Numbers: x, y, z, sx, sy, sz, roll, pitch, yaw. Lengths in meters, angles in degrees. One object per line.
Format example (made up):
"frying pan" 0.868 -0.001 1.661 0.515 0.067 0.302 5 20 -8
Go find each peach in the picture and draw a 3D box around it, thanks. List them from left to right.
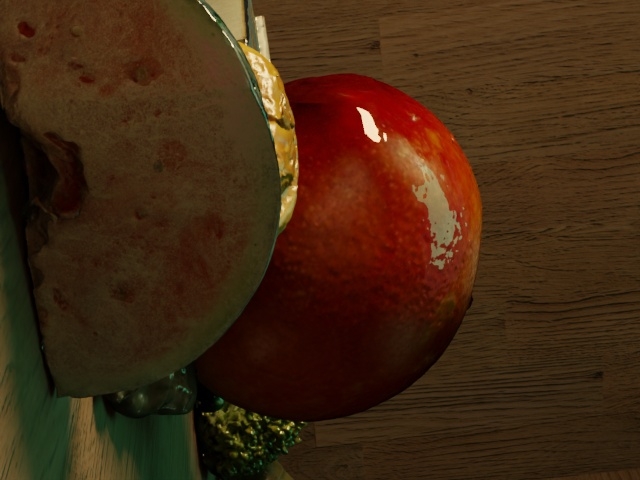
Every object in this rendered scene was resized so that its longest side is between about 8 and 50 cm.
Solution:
"peach" 0.000 0.000 1.297 0.388 0.388 0.388 174 -90 -90

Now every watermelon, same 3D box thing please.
"watermelon" -0.118 -0.065 0.870 0.175 0.188 0.322 -87 178 -65

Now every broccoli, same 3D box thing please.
"broccoli" -0.097 0.221 1.809 0.242 0.180 0.273 -94 178 -77

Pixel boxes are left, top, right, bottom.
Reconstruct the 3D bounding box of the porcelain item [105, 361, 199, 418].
"porcelain item" -0.166 0.124 1.114 0.215 0.069 0.081 52 36 -81

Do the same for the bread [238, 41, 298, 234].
"bread" -0.118 -0.087 1.089 0.120 0.198 0.236 117 -30 -60

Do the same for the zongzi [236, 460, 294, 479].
"zongzi" -0.096 0.577 1.835 0.467 0.218 0.500 58 18 -12

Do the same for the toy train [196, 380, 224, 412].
"toy train" -0.149 0.083 1.528 0.154 0.115 0.269 82 6 -51

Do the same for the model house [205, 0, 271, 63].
"model house" -0.139 -0.180 1.476 0.271 0.178 0.206 -102 179 -58

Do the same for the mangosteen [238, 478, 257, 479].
"mangosteen" -0.076 0.351 1.290 0.250 0.211 0.211 -116 -164 -54
